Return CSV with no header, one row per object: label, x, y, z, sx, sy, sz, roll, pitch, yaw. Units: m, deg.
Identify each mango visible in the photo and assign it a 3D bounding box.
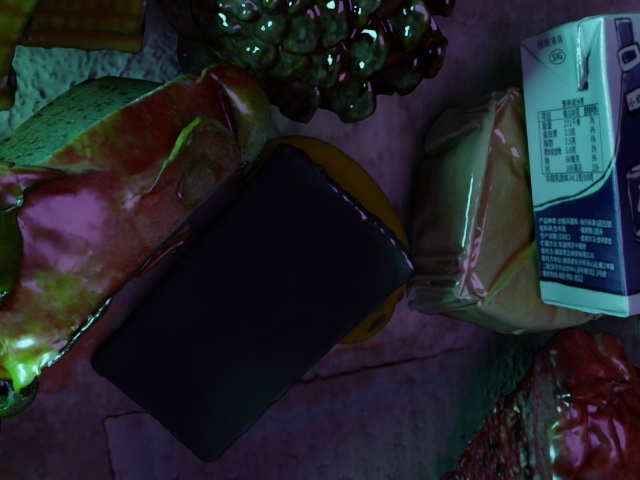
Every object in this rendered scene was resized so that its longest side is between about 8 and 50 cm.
mango,0.000,0.000,0.642,0.137,0.098,0.195,-30,104,8

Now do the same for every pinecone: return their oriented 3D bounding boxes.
pinecone,-0.003,-0.196,0.538,0.229,0.202,0.201,47,65,-3

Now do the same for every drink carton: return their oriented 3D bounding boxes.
drink carton,0.247,-0.064,0.584,0.134,0.102,0.222,-10,96,-20

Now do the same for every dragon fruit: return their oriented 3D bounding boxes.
dragon fruit,-0.161,-0.014,0.508,0.130,0.268,0.295,44,82,-11
dragon fruit,0.216,0.237,0.708,0.241,0.302,0.329,4,118,17

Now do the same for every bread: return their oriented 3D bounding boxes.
bread,0.181,-0.023,0.670,0.192,0.110,0.209,5,92,-23

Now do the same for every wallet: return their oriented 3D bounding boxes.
wallet,-0.062,0.061,0.609,0.146,0.030,0.285,44,112,1

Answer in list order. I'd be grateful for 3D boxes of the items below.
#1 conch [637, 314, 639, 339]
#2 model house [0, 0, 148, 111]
conch,0.371,0.045,0.712,0.183,0.274,0.148,21,138,2
model house,-0.214,-0.196,0.468,0.200,0.220,0.229,3,105,-28
